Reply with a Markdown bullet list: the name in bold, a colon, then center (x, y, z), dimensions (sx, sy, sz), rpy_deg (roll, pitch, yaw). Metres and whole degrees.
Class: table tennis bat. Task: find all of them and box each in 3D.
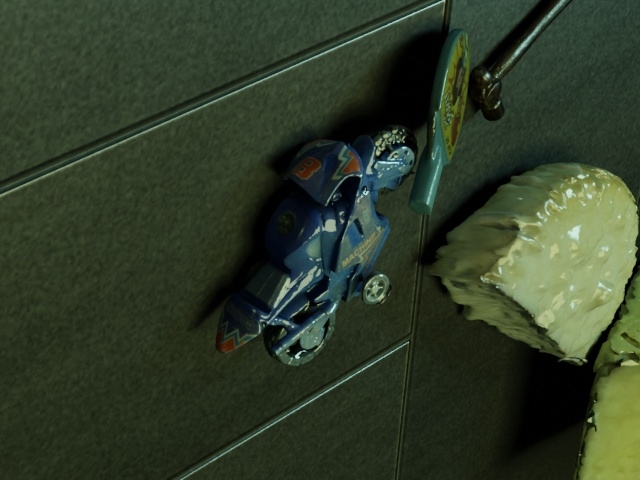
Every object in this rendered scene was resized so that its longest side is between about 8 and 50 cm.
- **table tennis bat**: center (0.093, -0.090, 1.315), dimensions (0.100, 0.019, 0.155), rpy_deg (76, 27, -59)

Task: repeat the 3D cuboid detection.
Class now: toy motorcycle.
- **toy motorcycle**: center (0.000, 0.000, 1.280), dimensions (0.114, 0.076, 0.205), rpy_deg (18, 103, -48)

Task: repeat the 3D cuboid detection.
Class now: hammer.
- **hammer**: center (0.180, -0.175, 1.414), dimensions (0.178, 0.021, 0.065), rpy_deg (-50, 150, -18)

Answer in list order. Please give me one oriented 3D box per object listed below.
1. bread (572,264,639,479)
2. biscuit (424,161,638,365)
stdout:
- **bread**: center (0.417, 0.190, 1.713), dimensions (0.279, 0.315, 0.248), rpy_deg (-37, 140, -49)
- **biscuit**: center (0.212, 0.015, 1.544), dimensions (0.179, 0.084, 0.281), rpy_deg (-59, 145, 2)
